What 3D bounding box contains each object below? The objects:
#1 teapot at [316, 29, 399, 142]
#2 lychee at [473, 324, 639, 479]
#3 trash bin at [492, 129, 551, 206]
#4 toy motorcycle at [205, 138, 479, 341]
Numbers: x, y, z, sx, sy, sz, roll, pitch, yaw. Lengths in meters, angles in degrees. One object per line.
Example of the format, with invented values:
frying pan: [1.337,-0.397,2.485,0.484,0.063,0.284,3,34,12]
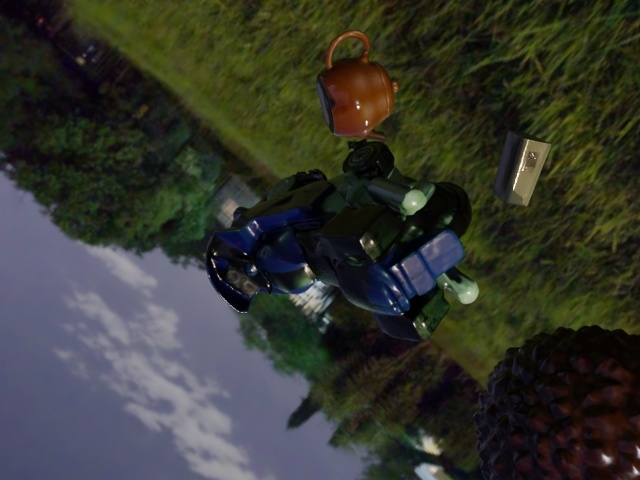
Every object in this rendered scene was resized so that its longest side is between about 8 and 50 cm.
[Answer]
teapot: [0.057,-0.208,0.924,0.116,0.116,0.173,45,155,53]
lychee: [0.298,0.222,0.668,0.300,0.264,0.264,42,-178,18]
trash bin: [0.274,-0.099,0.916,0.043,0.092,0.061,8,-160,-11]
toy motorcycle: [0.000,0.000,0.656,0.331,0.196,0.125,14,146,56]
